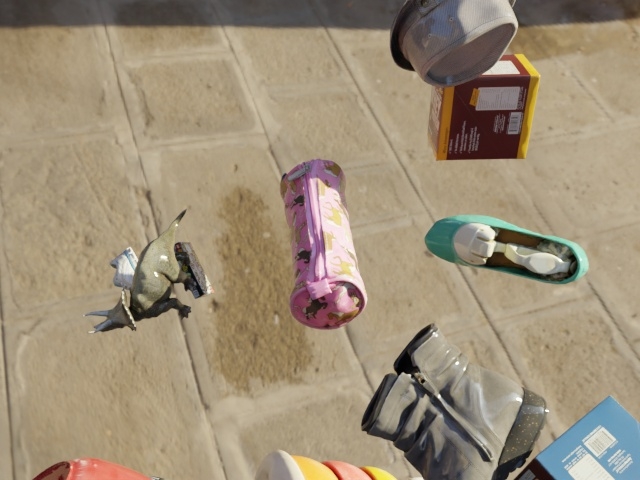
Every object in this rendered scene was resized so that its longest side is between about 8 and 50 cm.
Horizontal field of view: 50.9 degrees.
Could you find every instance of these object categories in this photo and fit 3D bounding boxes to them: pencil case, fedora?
[{"bbox_3d":[0.000,0.000,1.404,0.167,0.160,0.386,23,39,-29],"label":"pencil case"},{"bbox_3d":[0.265,-0.385,1.244,0.275,0.243,0.124,-31,61,19],"label":"fedora"}]

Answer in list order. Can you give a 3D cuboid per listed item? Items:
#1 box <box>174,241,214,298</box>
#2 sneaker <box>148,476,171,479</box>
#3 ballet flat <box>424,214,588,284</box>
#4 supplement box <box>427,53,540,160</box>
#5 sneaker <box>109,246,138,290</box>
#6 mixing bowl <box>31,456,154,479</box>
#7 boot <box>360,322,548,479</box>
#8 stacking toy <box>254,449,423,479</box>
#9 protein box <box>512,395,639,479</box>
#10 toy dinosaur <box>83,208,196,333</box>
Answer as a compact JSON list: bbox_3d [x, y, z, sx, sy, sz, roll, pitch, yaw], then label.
[{"bbox_3d":[-0.301,0.069,1.581,0.027,0.094,0.137,-26,87,4],"label":"box"},{"bbox_3d":[-0.339,0.605,1.540,0.223,0.083,0.098,-5,76,36],"label":"sneaker"},{"bbox_3d":[0.278,0.011,1.012,0.247,0.083,0.087,12,6,13],"label":"ballet flat"},{"bbox_3d":[0.341,-0.284,1.442,0.194,0.191,0.129,-1,34,-1],"label":"supplement box"},{"bbox_3d":[-0.477,0.107,1.702,0.083,0.071,0.191,-29,57,-14],"label":"sneaker"},{"bbox_3d":[-0.228,0.265,0.606,0.181,0.181,0.098,-48,111,-35],"label":"mixing bowl"},{"bbox_3d":[0.144,0.302,0.911,0.222,0.118,0.338,31,68,-5],"label":"boot"},{"bbox_3d":[0.099,0.656,1.614,0.479,0.351,0.351,-2,52,-24],"label":"stacking toy"},{"bbox_3d":[0.395,0.365,0.928,0.199,0.136,0.201,-21,56,-36],"label":"protein box"},{"bbox_3d":[-0.338,0.078,1.403,0.121,0.160,0.314,25,85,28],"label":"toy dinosaur"}]
